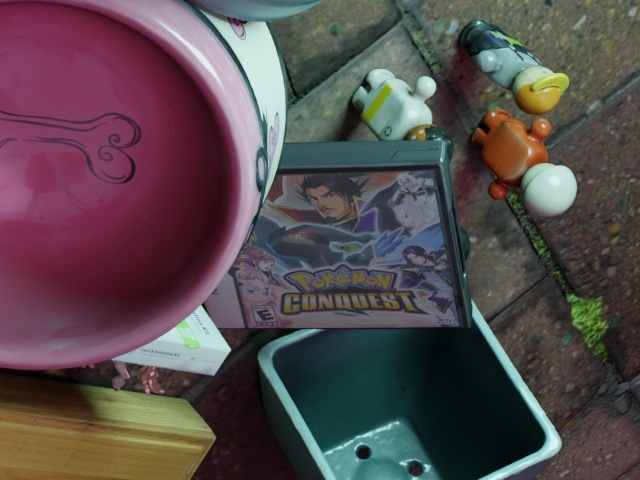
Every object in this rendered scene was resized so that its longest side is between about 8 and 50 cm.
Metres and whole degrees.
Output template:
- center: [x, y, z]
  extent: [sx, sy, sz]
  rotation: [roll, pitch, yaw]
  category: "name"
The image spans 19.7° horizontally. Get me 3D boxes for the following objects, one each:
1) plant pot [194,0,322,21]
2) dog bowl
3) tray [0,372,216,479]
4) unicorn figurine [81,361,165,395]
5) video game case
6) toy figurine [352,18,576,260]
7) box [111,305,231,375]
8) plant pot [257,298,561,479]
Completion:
- center: [-0.003, -0.327, 1.373]
  extent: [0.293, 0.196, 0.293]
  rotation: [10, 76, -44]
  category: "plant pot"
- center: [-0.225, -0.073, 1.468]
  extent: [0.408, 0.150, 0.408]
  rotation: [-2, 118, -4]
  category: "dog bowl"
- center: [-0.311, 0.240, 1.855]
  extent: [0.411, 0.076, 0.203]
  rotation: [14, 114, -49]
  category: "tray"
- center: [-0.224, 0.091, 1.799]
  extent: [0.111, 0.162, 0.060]
  rotation: [83, 24, -52]
  category: "unicorn figurine"
- center: [0.000, 0.000, 1.804]
  extent: [0.275, 0.035, 0.248]
  rotation: [0, 139, 12]
  category: "video game case"
- center: [0.149, -0.093, 1.858]
  extent: [0.213, 0.148, 0.209]
  rotation: [-25, 138, -15]
  category: "toy figurine"
- center: [-0.193, 0.060, 1.750]
  extent: [0.186, 0.145, 0.038]
  rotation: [14, 118, -43]
  category: "box"
- center: [0.081, 0.227, 2.050]
  extent: [0.248, 0.247, 0.252]
  rotation: [-23, 156, -18]
  category: "plant pot"
